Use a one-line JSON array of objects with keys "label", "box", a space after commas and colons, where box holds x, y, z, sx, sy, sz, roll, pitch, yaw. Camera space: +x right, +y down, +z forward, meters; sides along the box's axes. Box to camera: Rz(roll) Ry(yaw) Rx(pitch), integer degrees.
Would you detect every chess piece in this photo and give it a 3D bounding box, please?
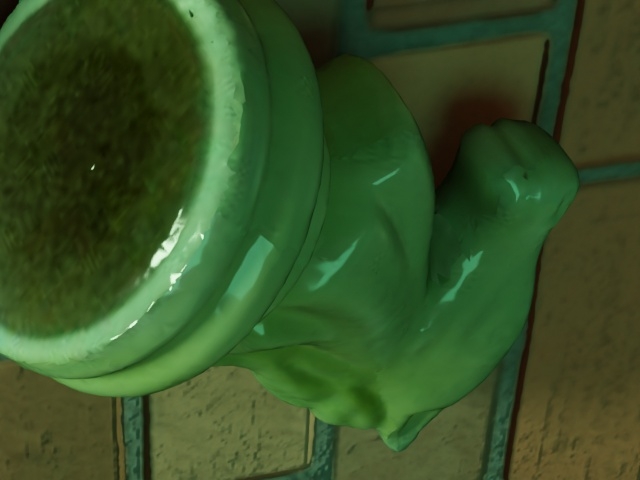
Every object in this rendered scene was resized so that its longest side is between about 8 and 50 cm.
[{"label": "chess piece", "box": [0.000, 0.000, 0.794, 0.176, 0.175, 0.298, -47, 142, 18]}]
